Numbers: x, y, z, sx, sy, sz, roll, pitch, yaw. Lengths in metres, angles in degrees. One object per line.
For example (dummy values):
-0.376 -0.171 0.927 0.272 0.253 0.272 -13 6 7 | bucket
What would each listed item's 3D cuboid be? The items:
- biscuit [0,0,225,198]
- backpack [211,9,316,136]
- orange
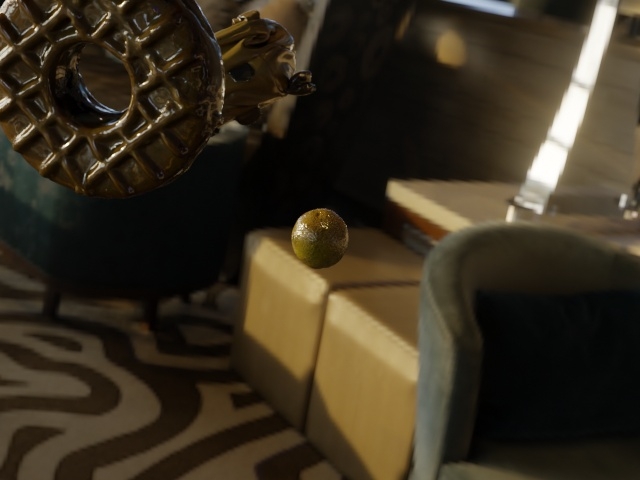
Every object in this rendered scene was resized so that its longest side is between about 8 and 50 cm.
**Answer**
-0.283 -0.213 1.475 0.332 0.332 0.103 14 24 14 | biscuit
-0.192 -0.339 2.409 0.353 0.201 0.378 -23 3 15 | backpack
0.000 0.000 1.684 0.085 0.095 0.085 -3 36 2 | orange
